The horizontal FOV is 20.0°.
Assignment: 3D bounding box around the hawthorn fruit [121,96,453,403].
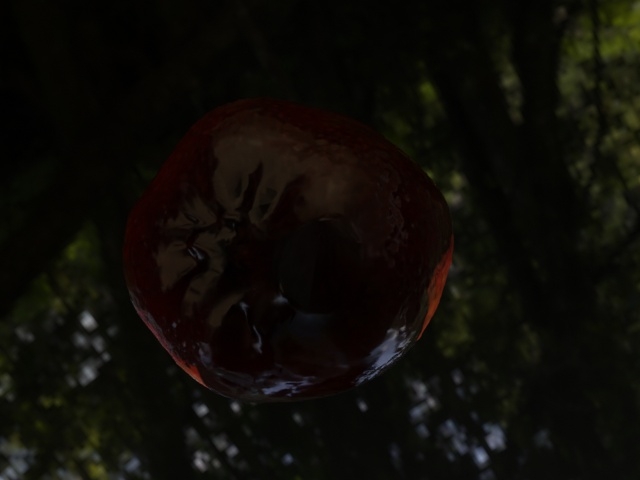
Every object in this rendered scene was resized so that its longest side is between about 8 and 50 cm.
[{"bbox_3d":[0.000,0.000,1.329,0.230,0.210,0.266,16,-161,32],"label":"hawthorn fruit"}]
